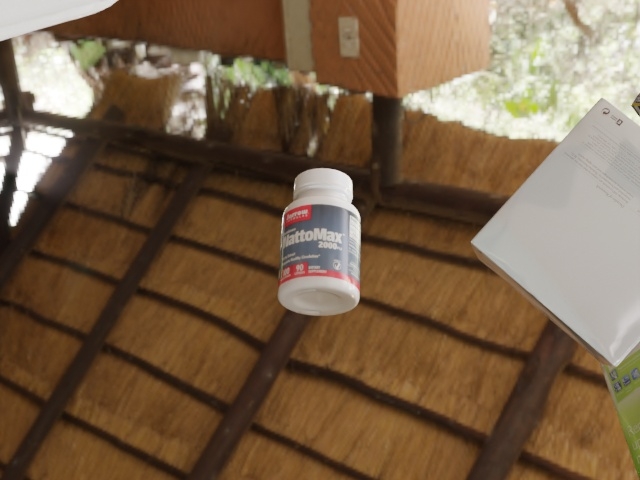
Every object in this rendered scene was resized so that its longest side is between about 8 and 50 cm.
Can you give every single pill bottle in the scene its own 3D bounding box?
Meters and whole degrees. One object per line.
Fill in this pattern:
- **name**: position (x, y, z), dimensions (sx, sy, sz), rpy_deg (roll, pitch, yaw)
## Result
- **pill bottle**: position (0.000, 0.000, 1.154), dimensions (0.108, 0.108, 0.180), rpy_deg (-1, -117, 6)

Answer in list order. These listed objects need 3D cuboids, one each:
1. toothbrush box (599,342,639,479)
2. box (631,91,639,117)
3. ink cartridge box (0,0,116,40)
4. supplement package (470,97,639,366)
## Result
- **toothbrush box**: position (0.522, 0.195, 1.210), dimensions (0.122, 0.206, 0.283), rpy_deg (13, -131, -23)
- **box**: position (0.340, -0.109, 0.688), dimensions (0.054, 0.059, 0.169), rpy_deg (-53, -151, -12)
- **ink cartridge box**: position (-0.185, -0.191, 0.200), dimensions (0.223, 0.307, 0.129), rpy_deg (-22, -128, -20)
- **supplement package**: position (0.304, -0.002, 0.930), dimensions (0.194, 0.203, 0.149), rpy_deg (43, -177, 15)
